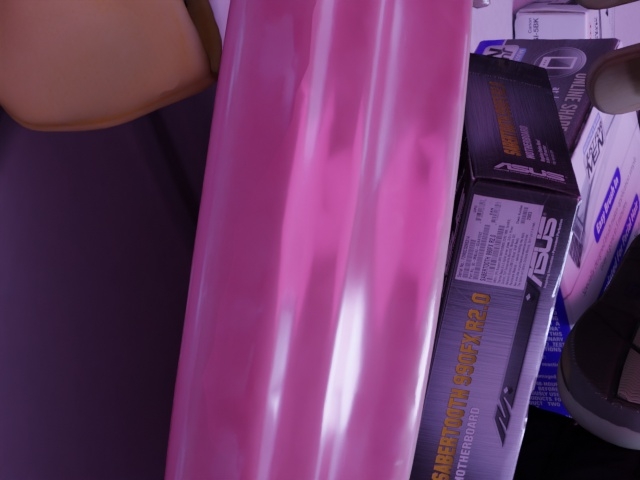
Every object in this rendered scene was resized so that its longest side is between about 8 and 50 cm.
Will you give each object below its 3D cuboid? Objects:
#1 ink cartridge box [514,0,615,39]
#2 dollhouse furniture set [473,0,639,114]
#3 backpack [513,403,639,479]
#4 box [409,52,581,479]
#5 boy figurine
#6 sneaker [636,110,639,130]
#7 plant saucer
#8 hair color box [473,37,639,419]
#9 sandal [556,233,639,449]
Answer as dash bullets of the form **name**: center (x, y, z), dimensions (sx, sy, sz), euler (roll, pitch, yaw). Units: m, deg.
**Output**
- **ink cartridge box**: center (0.194, -0.139, 1.557), dimensions (0.135, 0.056, 0.099), euler (-37, 127, -68)
- **dollhouse furniture set**: center (0.158, -0.100, 1.022), dimensions (0.212, 0.161, 0.242), euler (-103, 178, -54)
- **backpack**: center (0.139, 0.267, 1.092), dimensions (0.355, 0.290, 0.273), euler (-23, 128, -63)
- **box**: center (0.077, 0.039, 1.042), dimensions (0.183, 0.056, 0.231), euler (-91, -169, -65)
- **boy figurine**: center (-0.068, -0.177, 0.698), dimensions (0.177, 0.092, 0.285), euler (61, 32, -62)
- **sneaker**: center (0.253, -0.040, 1.664), dimensions (0.078, 0.106, 0.234), euler (-20, 111, -70)
- **plant saucer**: center (0.000, 0.000, 0.765), dimensions (0.332, 0.084, 0.332), euler (8, 90, -90)
- **hair color box**: center (0.160, 0.053, 1.329), dimensions (0.185, 0.110, 0.339), euler (-61, 145, -44)
- **sandal**: center (0.222, 0.066, 1.232), dimensions (0.303, 0.120, 0.086), euler (-30, 136, -52)
